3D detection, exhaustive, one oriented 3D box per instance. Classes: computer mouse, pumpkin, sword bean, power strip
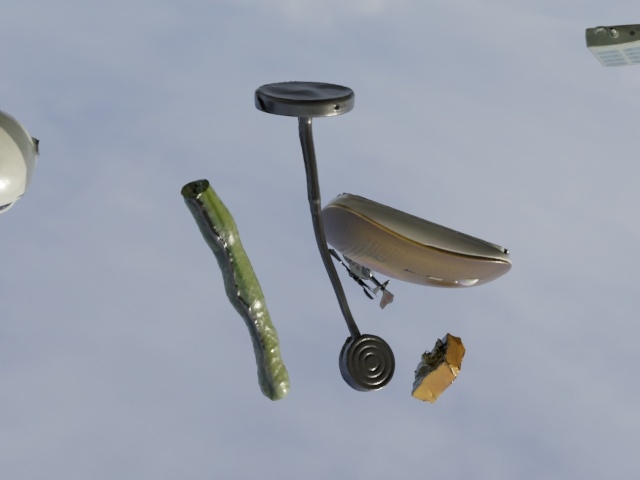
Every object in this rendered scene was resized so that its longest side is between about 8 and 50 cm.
[{"bbox_3d":[0.112,0.011,1.833,0.245,0.126,0.056,19,-112,-14],"label":"computer mouse"},{"bbox_3d":[0.162,0.176,2.095,0.054,0.083,0.074,36,-151,-9],"label":"pumpkin"},{"bbox_3d":[-0.085,0.057,1.622,0.043,0.269,0.038,-16,-158,8],"label":"sword bean"},{"bbox_3d":[0.405,-0.262,2.022,0.080,0.029,0.227,-3,177,18],"label":"power strip"}]

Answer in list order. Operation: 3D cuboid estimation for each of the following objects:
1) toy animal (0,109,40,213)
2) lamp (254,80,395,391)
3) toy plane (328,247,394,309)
[{"bbox_3d":[-0.412,-0.084,1.685,0.179,0.138,0.166,3,180,30],"label":"toy animal"},{"bbox_3d":[0.020,-0.007,1.697,0.130,0.371,0.108,-11,180,-33],"label":"lamp"},{"bbox_3d":[0.062,0.042,2.135,0.120,0.049,0.031,46,-149,14],"label":"toy plane"}]
